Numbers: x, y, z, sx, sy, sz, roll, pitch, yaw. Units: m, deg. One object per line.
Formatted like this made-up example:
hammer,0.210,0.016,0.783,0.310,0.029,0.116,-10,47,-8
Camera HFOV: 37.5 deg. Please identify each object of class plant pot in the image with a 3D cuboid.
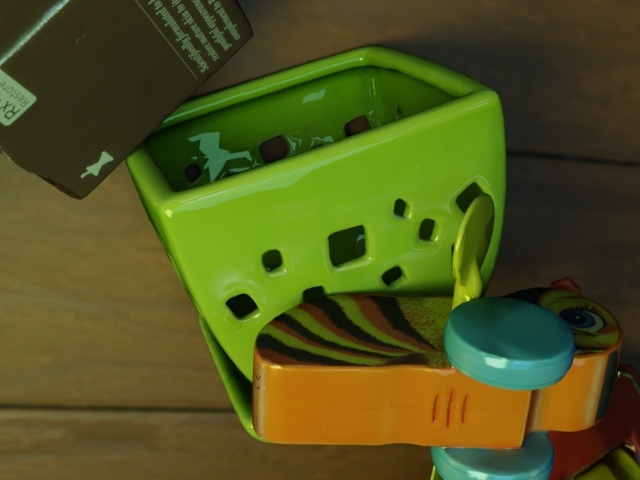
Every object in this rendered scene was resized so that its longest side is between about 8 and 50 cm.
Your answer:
plant pot,0.000,0.000,0.681,0.227,0.228,0.207,-19,113,-11

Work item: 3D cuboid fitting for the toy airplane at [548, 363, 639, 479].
toy airplane,0.159,0.256,0.693,0.384,0.386,0.272,-36,97,-3

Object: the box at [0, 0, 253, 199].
box,-0.182,-0.167,0.577,0.167,0.168,0.203,-44,74,-2

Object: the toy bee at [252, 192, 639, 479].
toy bee,0.113,0.081,0.570,0.298,0.162,0.195,25,115,-3
